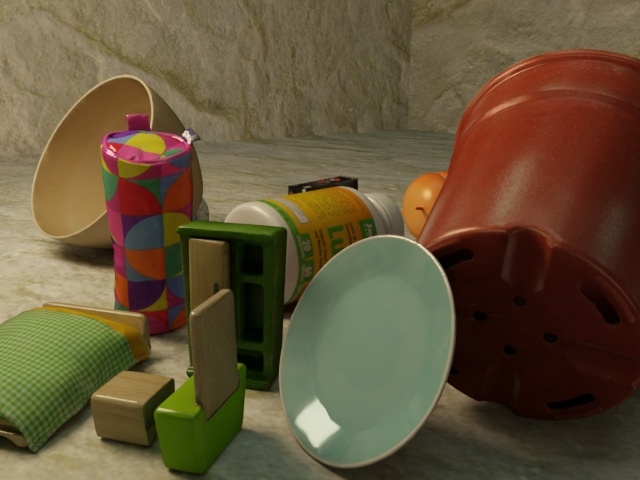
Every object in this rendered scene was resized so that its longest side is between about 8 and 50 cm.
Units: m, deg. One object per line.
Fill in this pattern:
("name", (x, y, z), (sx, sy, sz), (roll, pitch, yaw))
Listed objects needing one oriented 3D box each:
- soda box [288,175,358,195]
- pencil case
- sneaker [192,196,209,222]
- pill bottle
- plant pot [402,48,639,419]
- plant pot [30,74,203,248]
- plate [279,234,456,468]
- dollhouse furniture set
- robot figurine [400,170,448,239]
("soda box", (0.008, -0.097, 1.414), (0.053, 0.060, 0.169), (13, 20, 42))
("pencil case", (-0.187, -0.011, 0.733), (0.104, 0.236, 0.104), (5, 29, -3))
("sneaker", (-0.291, -0.071, 1.257), (0.237, 0.086, 0.085), (13, 21, 43))
("pill bottle", (0.000, 0.000, 0.893), (0.136, 0.136, 0.246), (15, 20, 42))
("plant pot", (0.211, 0.001, 0.616), (0.272, 0.272, 0.265), (9, 39, 29))
("plant pot", (-0.306, -0.100, 1.097), (0.284, 0.284, 0.191), (14, -13, 41))
("plate", (0.036, 0.086, 0.531), (0.024, 0.188, 0.188), (26, -3, -37))
("dollhouse furniture set", (-0.203, 0.070, 0.592), (0.302, 0.151, 0.197), (5, 15, 16))
("robot figurine", (0.235, -0.058, 1.148), (0.219, 0.128, 0.158), (-5, 43, -23))
